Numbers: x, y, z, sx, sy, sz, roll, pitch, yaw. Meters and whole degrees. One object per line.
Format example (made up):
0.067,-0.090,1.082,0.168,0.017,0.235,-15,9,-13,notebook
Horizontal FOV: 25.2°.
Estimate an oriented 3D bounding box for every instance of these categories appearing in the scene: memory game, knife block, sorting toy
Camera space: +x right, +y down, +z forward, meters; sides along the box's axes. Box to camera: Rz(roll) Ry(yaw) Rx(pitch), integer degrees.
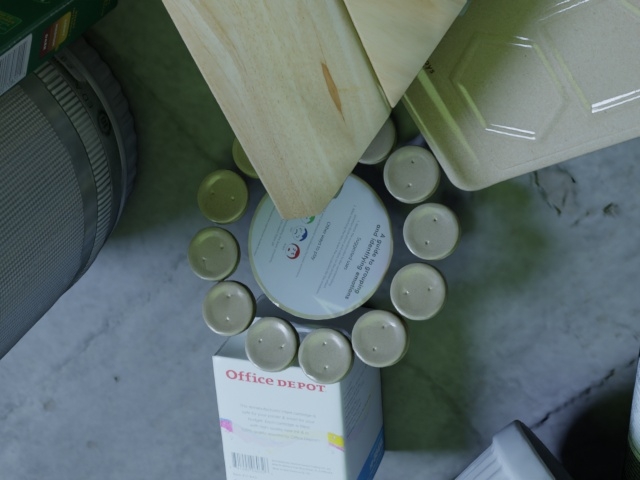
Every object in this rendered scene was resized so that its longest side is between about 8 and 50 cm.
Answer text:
0.000,0.000,0.920,0.186,0.012,0.186,-2,85,19,memory game
-0.050,-0.159,0.770,0.242,0.088,0.275,23,137,-11,knife block
0.120,-0.137,0.819,0.208,0.038,0.193,-20,109,42,sorting toy

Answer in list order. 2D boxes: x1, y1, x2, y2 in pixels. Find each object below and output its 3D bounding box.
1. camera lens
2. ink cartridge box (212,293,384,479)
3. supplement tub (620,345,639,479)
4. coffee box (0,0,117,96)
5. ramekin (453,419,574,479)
-0.263,-0.020,0.907,0.219,0.274,0.219,10,121,17,camera lens
-0.012,0.108,0.991,0.092,0.090,0.143,7,119,18,ink cartridge box
0.248,0.113,0.875,0.117,0.117,0.190,11,121,16,supplement tub
-0.208,-0.145,0.872,0.113,0.184,0.040,21,125,8,coffee box
0.147,0.228,0.910,0.109,0.207,0.207,-39,100,5,ramekin
